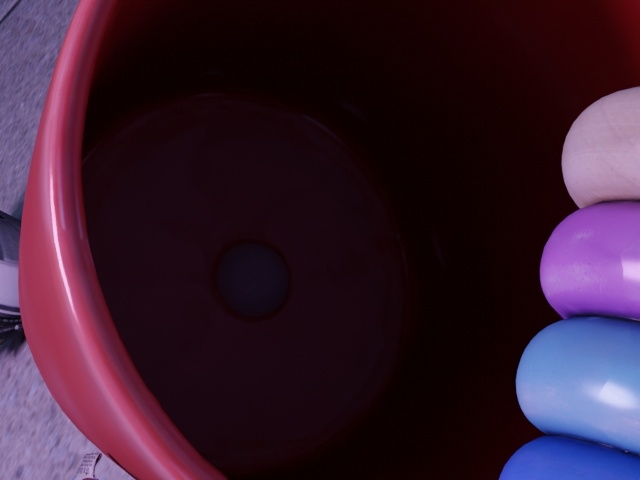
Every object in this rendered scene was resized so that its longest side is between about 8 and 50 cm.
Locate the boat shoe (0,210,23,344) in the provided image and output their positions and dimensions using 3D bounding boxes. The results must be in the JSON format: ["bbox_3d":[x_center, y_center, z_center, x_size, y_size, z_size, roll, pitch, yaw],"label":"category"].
[{"bbox_3d":[-0.266,0.039,1.301,0.335,0.121,0.119,-158,89,-76],"label":"boat shoe"}]

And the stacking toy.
[{"bbox_3d":[0.097,0.130,0.481,0.141,0.141,0.330,3,73,63],"label":"stacking toy"}]

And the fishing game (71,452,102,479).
[{"bbox_3d":[-0.038,0.161,0.610,0.041,0.189,0.264,-30,2,-7],"label":"fishing game"}]

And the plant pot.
[{"bbox_3d":[0.000,0.000,0.659,0.243,0.275,0.275,-27,40,67],"label":"plant pot"}]
